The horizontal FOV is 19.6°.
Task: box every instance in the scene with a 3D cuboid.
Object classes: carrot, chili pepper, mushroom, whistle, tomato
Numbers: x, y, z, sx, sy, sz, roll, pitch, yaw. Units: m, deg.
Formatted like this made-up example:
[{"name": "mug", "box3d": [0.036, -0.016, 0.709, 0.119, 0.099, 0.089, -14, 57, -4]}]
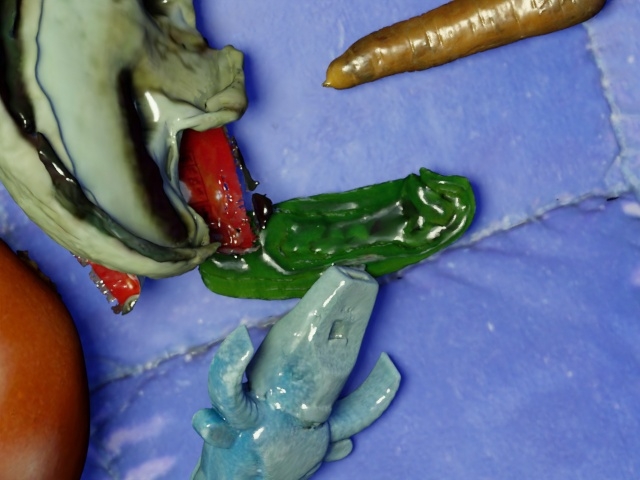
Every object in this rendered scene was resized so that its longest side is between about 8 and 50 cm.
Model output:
[{"name": "carrot", "box3d": [0.116, -0.173, 1.503, 0.248, 0.059, 0.059, -19, 93, 4]}, {"name": "chili pepper", "box3d": [-0.001, -0.004, 1.512, 0.257, 0.074, 0.100, -12, 91, -3]}, {"name": "mushroom", "box3d": [-0.162, -0.127, 1.404, 0.130, 0.247, 0.344, -21, 68, 39]}, {"name": "whistle", "box3d": [-0.030, 0.139, 1.493, 0.180, 0.093, 0.269, 12, 114, -41]}, {"name": "tomato", "box3d": [-0.330, 0.130, 1.402, 0.321, 0.321, 0.321, 0, 94, 1]}]

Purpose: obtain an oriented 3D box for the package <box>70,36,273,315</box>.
[{"name": "package", "box3d": [-0.160, -0.081, 1.484, 0.194, 0.071, 0.269, -23, 78, -11]}]
